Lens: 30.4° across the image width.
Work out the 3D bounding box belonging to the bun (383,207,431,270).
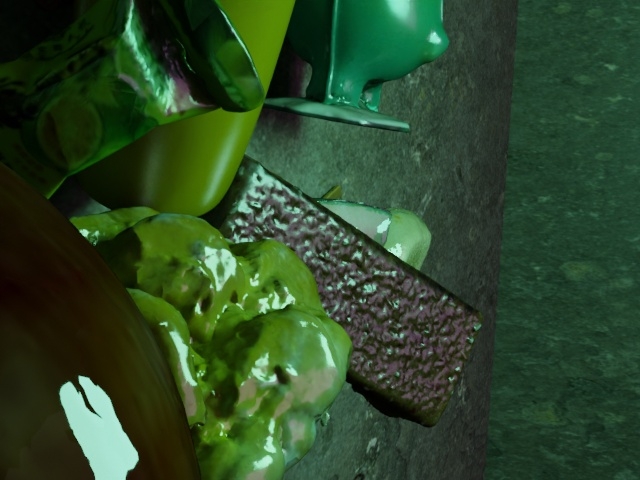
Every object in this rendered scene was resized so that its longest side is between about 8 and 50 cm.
[{"bbox_3d":[0.071,0.038,1.724,0.222,0.127,0.222,-59,170,-17],"label":"bun"}]

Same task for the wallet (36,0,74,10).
[{"bbox_3d":[-0.184,-0.283,1.015,0.204,0.045,0.142,-43,138,-63],"label":"wallet"}]

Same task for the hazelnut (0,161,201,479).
[{"bbox_3d":[-0.243,0.120,0.511,0.421,0.353,0.420,13,73,-47],"label":"hazelnut"}]

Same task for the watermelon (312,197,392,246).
[{"bbox_3d":[-0.028,0.073,1.427,0.140,0.193,0.256,-1,-97,65],"label":"watermelon"}]

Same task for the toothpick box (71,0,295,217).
[{"bbox_3d":[-0.123,-0.150,0.977,0.175,0.175,0.271,-57,167,-54],"label":"toothpick box"}]

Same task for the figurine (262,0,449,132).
[{"bbox_3d":[0.052,-0.310,1.428,0.323,0.231,0.340,-15,115,-71],"label":"figurine"}]

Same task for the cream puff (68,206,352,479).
[{"bbox_3d":[-0.150,0.094,0.949,0.257,0.291,0.324,53,53,-21],"label":"cream puff"}]

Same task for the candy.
[{"bbox_3d":[-0.176,-0.106,0.859,0.149,0.246,0.069,60,-2,-39],"label":"candy"}]

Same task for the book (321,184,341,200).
[{"bbox_3d":[0.000,0.000,1.690,0.172,0.012,0.118,-44,137,-63],"label":"book"}]

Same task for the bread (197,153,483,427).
[{"bbox_3d":[0.006,0.062,1.310,0.416,0.113,0.165,34,75,-38],"label":"bread"}]
